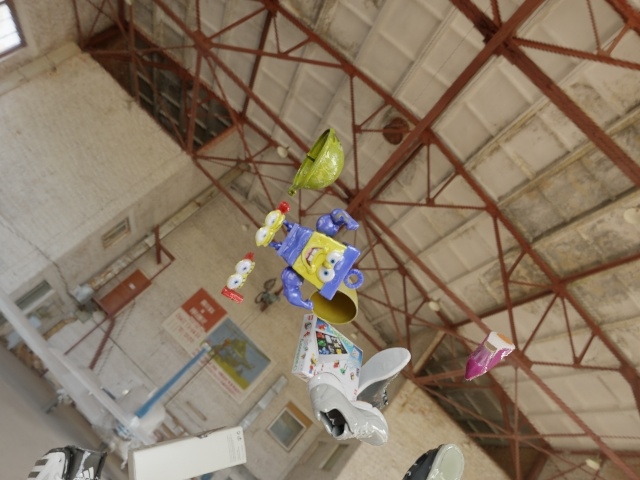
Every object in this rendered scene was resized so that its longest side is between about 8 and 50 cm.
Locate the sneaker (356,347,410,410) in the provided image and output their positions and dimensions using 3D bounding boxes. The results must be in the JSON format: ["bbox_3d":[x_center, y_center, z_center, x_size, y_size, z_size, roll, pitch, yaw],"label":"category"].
[{"bbox_3d":[0.214,0.491,1.680,0.147,0.295,0.105,44,14,-30],"label":"sneaker"}]

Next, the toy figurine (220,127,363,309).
[{"bbox_3d":[0.000,0.000,0.920,0.217,0.363,0.191,32,0,-4],"label":"toy figurine"}]

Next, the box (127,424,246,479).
[{"bbox_3d":[-0.338,0.549,1.229,0.113,0.275,0.094,-32,-116,55],"label":"box"}]

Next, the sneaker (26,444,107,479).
[{"bbox_3d":[-0.470,0.524,0.858,0.169,0.258,0.447,29,-14,-40],"label":"sneaker"}]

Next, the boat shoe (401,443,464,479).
[{"bbox_3d":[0.252,0.678,1.275,0.127,0.340,0.113,50,-35,-8],"label":"boat shoe"}]

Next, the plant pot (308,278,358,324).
[{"bbox_3d":[0.045,0.147,1.311,0.134,0.095,0.134,10,-50,12],"label":"plant pot"}]

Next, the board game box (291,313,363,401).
[{"bbox_3d":[0.032,0.389,1.557,0.053,0.193,0.305,-12,-40,33],"label":"board game box"}]

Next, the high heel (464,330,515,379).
[{"bbox_3d":[0.500,0.344,1.430,0.082,0.244,0.117,39,-69,24],"label":"high heel"}]

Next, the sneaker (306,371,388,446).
[{"bbox_3d":[0.064,0.427,1.119,0.262,0.099,0.121,42,20,-21],"label":"sneaker"}]
